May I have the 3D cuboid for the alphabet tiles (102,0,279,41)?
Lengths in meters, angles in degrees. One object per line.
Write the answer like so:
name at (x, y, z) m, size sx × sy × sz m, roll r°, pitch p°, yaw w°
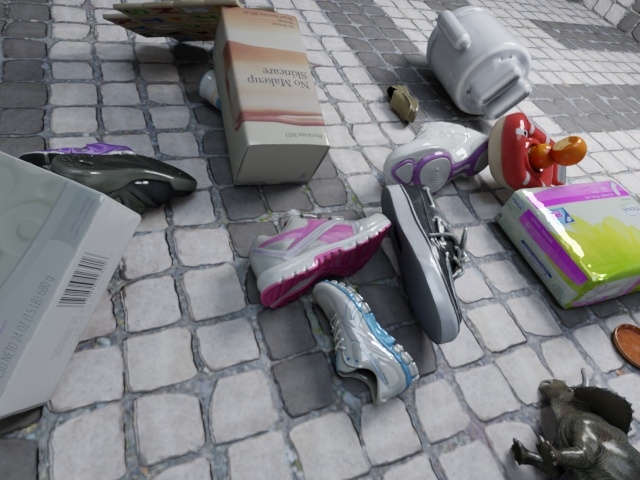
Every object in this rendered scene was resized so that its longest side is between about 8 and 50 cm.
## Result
alphabet tiles at (-0.246, -0.454, 0.857) m, size 0.344 × 0.011 × 0.285 m, roll 0°, pitch 14°, yaw 5°

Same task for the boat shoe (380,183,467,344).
boat shoe at (0.182, 0.020, 0.658) m, size 0.105 × 0.113 × 0.306 m, roll -7°, pitch 43°, yaw -3°

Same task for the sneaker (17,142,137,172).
sneaker at (-0.385, -0.125, 0.659) m, size 0.170 × 0.068 × 0.071 m, roll -10°, pitch 39°, yaw -33°

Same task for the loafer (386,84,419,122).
loafer at (0.198, -0.336, 1.001) m, size 0.050 × 0.056 × 0.147 m, roll 2°, pitch 41°, yaw -14°

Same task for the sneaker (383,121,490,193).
sneaker at (0.228, -0.180, 0.858) m, size 0.305 × 0.114 × 0.152 m, roll -17°, pitch 46°, yaw -34°

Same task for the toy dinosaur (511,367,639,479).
toy dinosaur at (0.337, 0.292, 0.473) m, size 0.161 × 0.120 × 0.313 m, roll -7°, pitch 48°, yaw -5°

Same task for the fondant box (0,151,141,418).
fondant box at (-0.409, 0.009, 0.437) m, size 0.331 × 0.096 × 0.238 m, roll 22°, pitch 80°, yaw 3°

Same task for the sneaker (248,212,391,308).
sneaker at (0.000, 0.000, 0.628) m, size 0.253 × 0.102 × 0.111 m, roll -21°, pitch 61°, yaw -30°

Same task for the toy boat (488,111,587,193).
toy boat at (0.448, -0.170, 0.818) m, size 0.231 × 0.151 × 0.150 m, roll 19°, pitch 75°, yaw -31°

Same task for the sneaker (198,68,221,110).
sneaker at (-0.151, -0.346, 0.893) m, size 0.092 × 0.087 × 0.229 m, roll 40°, pitch 59°, yaw 9°

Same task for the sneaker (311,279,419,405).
sneaker at (0.042, 0.135, 0.552) m, size 0.083 × 0.071 × 0.190 m, roll -31°, pitch 65°, yaw -28°

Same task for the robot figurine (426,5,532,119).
robot figurine at (0.407, -0.478, 1.079) m, size 0.300 × 0.200 × 0.353 m, roll 29°, pitch 35°, yaw -44°

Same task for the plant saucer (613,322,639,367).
plant saucer at (0.537, 0.181, 0.692) m, size 0.084 × 0.013 × 0.083 m, roll 8°, pitch 50°, yaw -9°

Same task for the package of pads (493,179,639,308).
package of pads at (0.526, -0.002, 0.783) m, size 0.297 × 0.101 × 0.229 m, roll -9°, pitch 54°, yaw -22°

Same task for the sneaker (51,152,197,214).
sneaker at (-0.292, -0.059, 0.615) m, size 0.087 × 0.130 × 0.228 m, roll 32°, pitch 22°, yaw 17°

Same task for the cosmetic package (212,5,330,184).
cosmetic package at (-0.099, -0.262, 0.748) m, size 0.153 × 0.129 × 0.295 m, roll -6°, pitch 71°, yaw -24°
